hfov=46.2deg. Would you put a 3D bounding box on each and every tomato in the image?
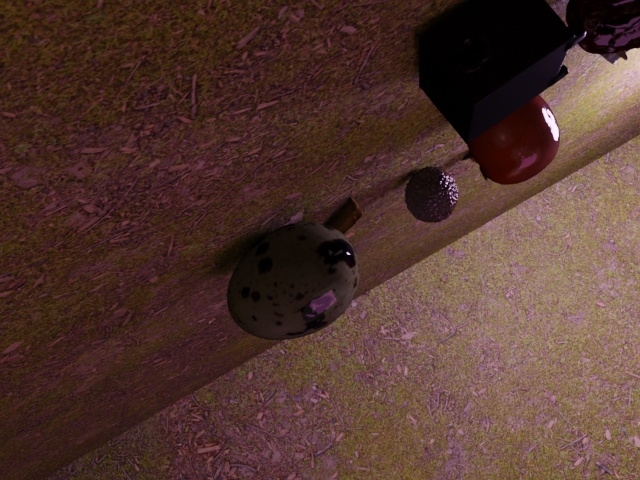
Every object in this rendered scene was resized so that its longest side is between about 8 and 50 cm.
[{"bbox_3d":[0.485,-0.269,1.918,0.225,0.255,0.256,-22,174,35],"label":"tomato"}]

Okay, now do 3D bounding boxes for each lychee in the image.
[{"bbox_3d":[0.326,-0.131,2.220,0.165,0.165,0.197,-26,165,-22],"label":"lychee"}]

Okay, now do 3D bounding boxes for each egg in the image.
[{"bbox_3d":[-0.074,0.108,1.953,0.379,0.287,0.288,-22,171,25],"label":"egg"}]

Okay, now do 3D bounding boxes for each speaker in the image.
[{"bbox_3d":[0.335,-0.353,1.440,0.254,0.184,0.232,-35,166,0],"label":"speaker"}]

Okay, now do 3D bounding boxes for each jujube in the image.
[{"bbox_3d":[0.700,-0.519,1.620,0.342,0.216,0.216,-24,166,-4],"label":"jujube"}]

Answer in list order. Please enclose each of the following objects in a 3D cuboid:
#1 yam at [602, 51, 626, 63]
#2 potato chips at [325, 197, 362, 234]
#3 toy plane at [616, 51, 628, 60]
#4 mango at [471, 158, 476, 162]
[{"bbox_3d":[0.815,-0.565,1.919,0.259,0.093,0.093,-42,163,34],"label":"yam"},{"bbox_3d":[0.000,0.000,2.200,0.080,0.057,0.407,2,146,-43],"label":"potato chips"},{"bbox_3d":[0.802,-0.569,1.790,0.108,0.092,0.286,-50,174,-50],"label":"toy plane"},{"bbox_3d":[0.496,-0.268,2.353,0.060,0.046,0.089,-39,160,29],"label":"mango"}]
